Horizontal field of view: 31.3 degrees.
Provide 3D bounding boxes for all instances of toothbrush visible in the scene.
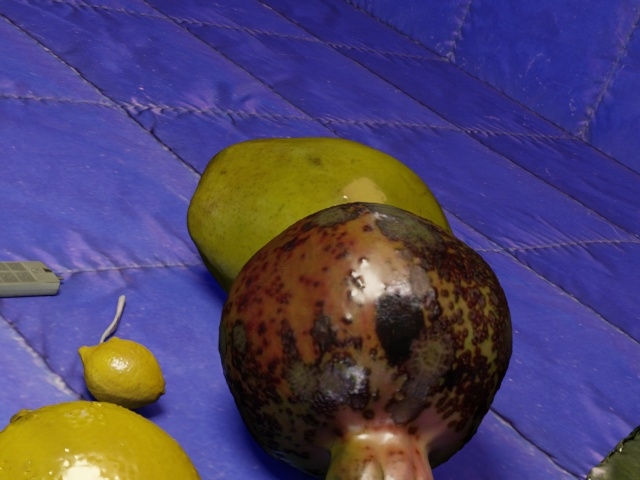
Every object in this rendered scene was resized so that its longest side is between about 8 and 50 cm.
[{"bbox_3d":[-0.220,0.088,1.206,0.013,0.011,0.131,8,23,-3],"label":"toothbrush"}]

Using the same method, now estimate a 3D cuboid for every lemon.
[{"bbox_3d":[-0.155,0.201,0.780,0.206,0.173,0.173,30,22,19],"label":"lemon"},{"bbox_3d":[-0.189,0.125,1.075,0.092,0.065,0.065,28,21,2],"label":"lemon"}]

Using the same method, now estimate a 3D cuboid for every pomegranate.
[{"bbox_3d":[0.041,0.138,1.039,0.285,0.285,0.340,15,45,-20],"label":"pomegranate"}]

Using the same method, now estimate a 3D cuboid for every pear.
[{"bbox_3d":[0.000,0.000,1.315,0.307,0.252,0.253,14,19,15],"label":"pear"}]

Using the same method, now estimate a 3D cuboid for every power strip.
[{"bbox_3d":[-0.329,0.040,1.202,0.136,0.019,0.051,0,28,-44],"label":"power strip"}]

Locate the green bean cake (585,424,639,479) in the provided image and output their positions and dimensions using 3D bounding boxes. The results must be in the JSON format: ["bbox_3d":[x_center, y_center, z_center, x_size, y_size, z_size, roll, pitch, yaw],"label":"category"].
[{"bbox_3d":[0.380,0.300,1.130,0.241,0.132,0.255,31,25,22],"label":"green bean cake"}]
